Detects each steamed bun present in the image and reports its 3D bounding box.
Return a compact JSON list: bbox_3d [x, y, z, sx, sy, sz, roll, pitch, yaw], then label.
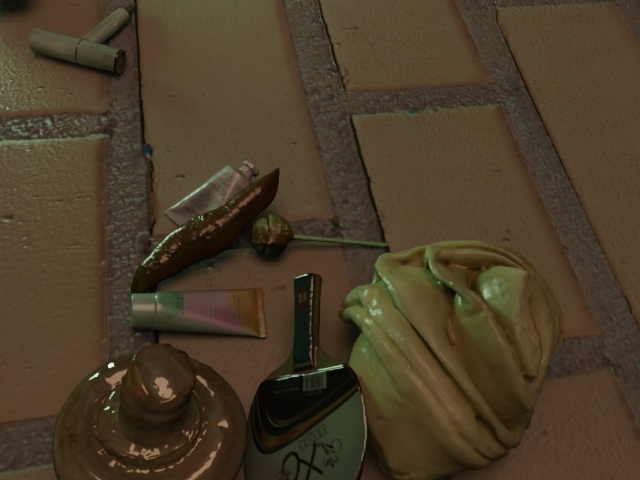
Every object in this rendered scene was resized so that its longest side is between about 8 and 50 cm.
[{"bbox_3d":[0.154,0.121,0.831,0.289,0.203,0.276,-29,63,-22],"label":"steamed bun"}]

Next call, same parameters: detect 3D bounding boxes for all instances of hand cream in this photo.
[{"bbox_3d":[-0.149,-0.062,1.014,0.084,0.053,0.142,40,77,19],"label":"hand cream"},{"bbox_3d":[-0.160,0.093,0.911,0.174,0.047,0.076,3,55,-16],"label":"hand cream"}]

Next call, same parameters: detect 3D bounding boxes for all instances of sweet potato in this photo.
[{"bbox_3d":[-0.151,-0.013,0.955,0.274,0.067,0.067,-38,68,-15],"label":"sweet potato"}]

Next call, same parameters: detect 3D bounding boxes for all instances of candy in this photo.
[{"bbox_3d":[0.000,0.000,0.992,0.203,0.061,0.061,6,56,-13],"label":"candy"}]

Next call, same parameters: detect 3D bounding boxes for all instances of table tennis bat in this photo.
[{"bbox_3d":[-0.017,0.180,0.814,0.174,0.022,0.301,-17,58,32],"label":"table tennis bat"}]

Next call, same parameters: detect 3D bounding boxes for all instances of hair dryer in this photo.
[{"bbox_3d":[-0.384,-0.366,1.187,0.155,0.044,0.183,15,51,2],"label":"hair dryer"}]

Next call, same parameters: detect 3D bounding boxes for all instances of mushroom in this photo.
[{"bbox_3d":[-0.176,0.213,0.743,0.207,0.209,0.206,6,75,-24],"label":"mushroom"}]
